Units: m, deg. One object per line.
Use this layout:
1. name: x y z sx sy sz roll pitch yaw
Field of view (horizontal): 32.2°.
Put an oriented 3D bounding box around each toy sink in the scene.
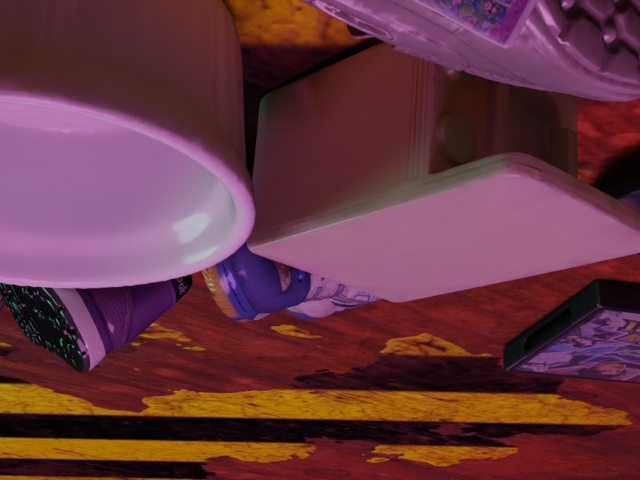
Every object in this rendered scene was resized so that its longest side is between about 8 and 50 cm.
1. toy sink: 0.085 -0.054 0.743 0.153 0.131 0.234 20 156 -38

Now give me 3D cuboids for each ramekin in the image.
1. ramekin: -0.176 -0.079 0.690 0.277 0.135 0.277 1 157 0

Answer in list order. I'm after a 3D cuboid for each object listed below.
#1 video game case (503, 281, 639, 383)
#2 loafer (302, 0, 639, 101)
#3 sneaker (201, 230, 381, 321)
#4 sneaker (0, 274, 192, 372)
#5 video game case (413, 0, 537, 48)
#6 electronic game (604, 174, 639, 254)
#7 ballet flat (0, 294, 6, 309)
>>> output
1. video game case: 0.382 0.114 1.259 0.275 0.035 0.248 6 157 -12
2. loafer: 0.058 -0.147 0.566 0.319 0.112 0.111 21 162 -35
3. sneaker: 0.000 0.000 0.894 0.131 0.112 0.296 -14 173 18
4. sneaker: -0.196 0.026 0.935 0.124 0.107 0.283 -30 -155 -23
5. video game case: 0.065 -0.176 0.457 0.143 0.157 0.019 19 -166 -36
6. electronic game: 0.337 -0.027 0.903 0.229 0.048 0.229 0 166 0
7. ballet flat: -0.383 0.071 1.159 0.058 0.084 0.250 49 142 -14
